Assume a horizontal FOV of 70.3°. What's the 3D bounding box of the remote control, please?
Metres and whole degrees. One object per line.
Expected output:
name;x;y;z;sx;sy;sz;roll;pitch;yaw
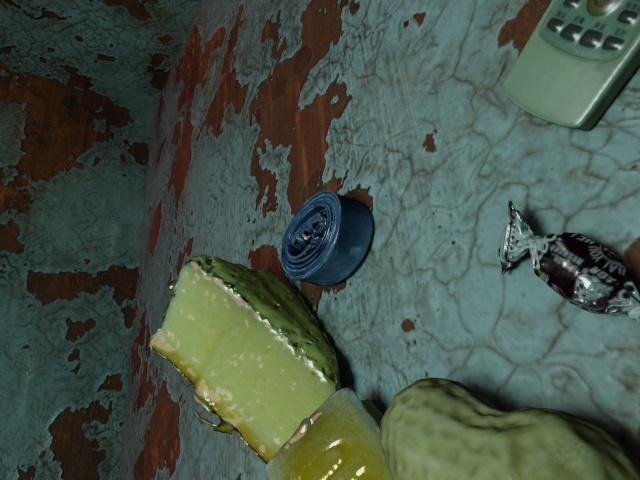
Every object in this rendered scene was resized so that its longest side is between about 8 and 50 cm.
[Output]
remote control;0.289;-0.248;0.427;0.285;0.038;0.123;-61;37;27

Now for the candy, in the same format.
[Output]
candy;0.237;0.040;0.408;0.226;0.051;0.094;55;129;49

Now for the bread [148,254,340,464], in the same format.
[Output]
bread;-0.137;0.205;0.760;0.248;0.279;0.315;-64;22;11

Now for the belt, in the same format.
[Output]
belt;0.000;0.000;0.766;0.190;0.082;0.141;-34;47;47

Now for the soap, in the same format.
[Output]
soap;0.055;0.325;0.522;0.173;0.089;0.274;-46;36;-2

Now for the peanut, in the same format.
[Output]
peanut;0.170;0.211;0.386;0.159;0.143;0.291;-40;24;-12
